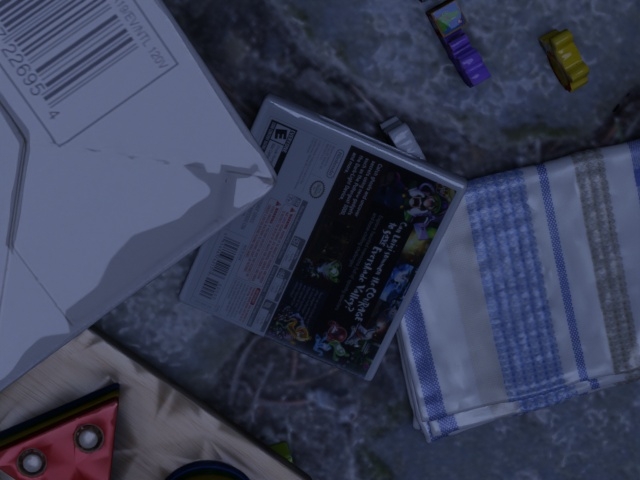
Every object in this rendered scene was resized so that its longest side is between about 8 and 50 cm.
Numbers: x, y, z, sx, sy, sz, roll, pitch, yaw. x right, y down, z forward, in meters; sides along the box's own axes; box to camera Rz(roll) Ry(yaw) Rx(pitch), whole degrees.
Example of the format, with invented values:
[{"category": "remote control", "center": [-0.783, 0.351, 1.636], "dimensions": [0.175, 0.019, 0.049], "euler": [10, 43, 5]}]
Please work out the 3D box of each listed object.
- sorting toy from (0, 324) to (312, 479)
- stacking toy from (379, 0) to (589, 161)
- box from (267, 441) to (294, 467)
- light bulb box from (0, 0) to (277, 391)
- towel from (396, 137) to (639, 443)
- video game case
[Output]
[{"category": "sorting toy", "center": [-0.176, 0.232, 1.272], "dimensions": [0.257, 0.089, 0.255], "euler": [36, 94, -10]}, {"category": "stacking toy", "center": [0.094, -0.182, 1.275], "dimensions": [0.167, 0.052, 0.221], "euler": [-29, 104, -2]}, {"category": "box", "center": [-0.102, 0.243, 1.351], "dimensions": [0.178, 0.042, 0.109], "euler": [-12, 104, -4]}, {"category": "light bulb box", "center": [-0.245, -0.134, 1.066], "dimensions": [0.225, 0.361, 0.358], "euler": [-35, 106, -7]}, {"category": "towel", "center": [0.193, 0.035, 1.348], "dimensions": [0.285, 0.034, 0.209], "euler": [-15, 103, -6]}, {"category": "video game case", "center": [0.000, 0.000, 1.287], "dimensions": [0.173, 0.022, 0.190], "euler": [24, 111, -4]}]
